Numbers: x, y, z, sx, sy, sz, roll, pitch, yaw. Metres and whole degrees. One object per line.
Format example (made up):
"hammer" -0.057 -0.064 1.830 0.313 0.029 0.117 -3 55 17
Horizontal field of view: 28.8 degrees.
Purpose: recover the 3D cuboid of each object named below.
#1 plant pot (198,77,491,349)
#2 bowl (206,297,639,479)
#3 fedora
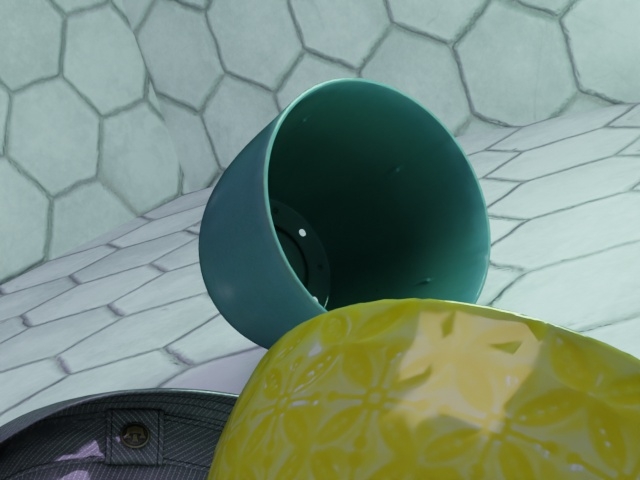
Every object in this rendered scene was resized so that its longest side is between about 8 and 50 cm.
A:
"plant pot" 0.000 0.000 1.378 0.293 0.293 0.235 -28 1 -39
"bowl" 0.057 0.181 0.493 0.289 0.289 0.156 -9 32 41
"fedora" -0.112 0.213 0.810 0.275 0.244 0.124 9 40 -20
